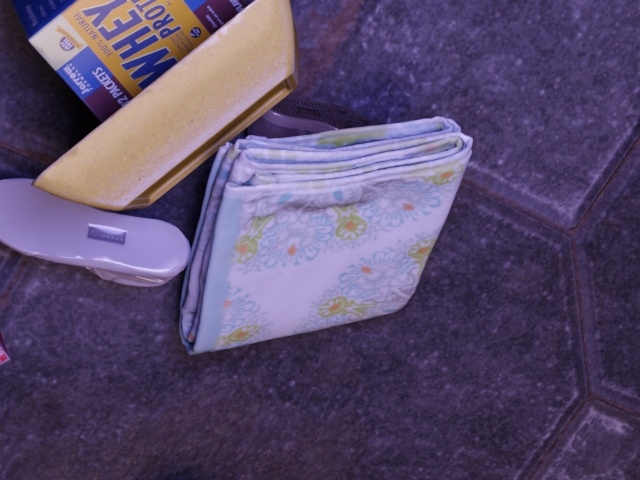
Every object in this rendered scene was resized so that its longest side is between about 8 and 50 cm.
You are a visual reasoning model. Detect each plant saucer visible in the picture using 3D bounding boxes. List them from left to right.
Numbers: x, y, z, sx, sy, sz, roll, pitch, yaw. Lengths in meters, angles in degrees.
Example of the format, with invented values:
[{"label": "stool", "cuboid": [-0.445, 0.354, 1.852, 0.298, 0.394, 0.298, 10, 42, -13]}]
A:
[{"label": "plant saucer", "cuboid": [-0.142, -0.137, 1.660, 0.333, 0.333, 0.081, -39, 91, 2]}]

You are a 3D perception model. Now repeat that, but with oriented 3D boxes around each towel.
[{"label": "towel", "cuboid": [0.000, 0.000, 1.859, 0.320, 0.090, 0.374, -7, 145, -21]}]

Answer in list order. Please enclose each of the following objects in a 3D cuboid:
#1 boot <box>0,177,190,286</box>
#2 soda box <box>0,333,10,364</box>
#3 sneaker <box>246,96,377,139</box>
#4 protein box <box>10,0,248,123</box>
[{"label": "boot", "cuboid": [-0.292, 0.004, 1.808, 0.258, 0.123, 0.095, 18, 70, -11]}, {"label": "soda box", "cuboid": [-0.465, 0.049, 1.714, 0.083, 0.092, 0.263, -31, 127, -5]}, {"label": "sneaker", "cuboid": [-0.005, -0.132, 1.887, 0.188, 0.066, 0.071, 15, 128, -23]}, {"label": "protein box", "cuboid": [-0.215, -0.265, 1.628, 0.201, 0.200, 0.136, -39, 123, 2]}]
